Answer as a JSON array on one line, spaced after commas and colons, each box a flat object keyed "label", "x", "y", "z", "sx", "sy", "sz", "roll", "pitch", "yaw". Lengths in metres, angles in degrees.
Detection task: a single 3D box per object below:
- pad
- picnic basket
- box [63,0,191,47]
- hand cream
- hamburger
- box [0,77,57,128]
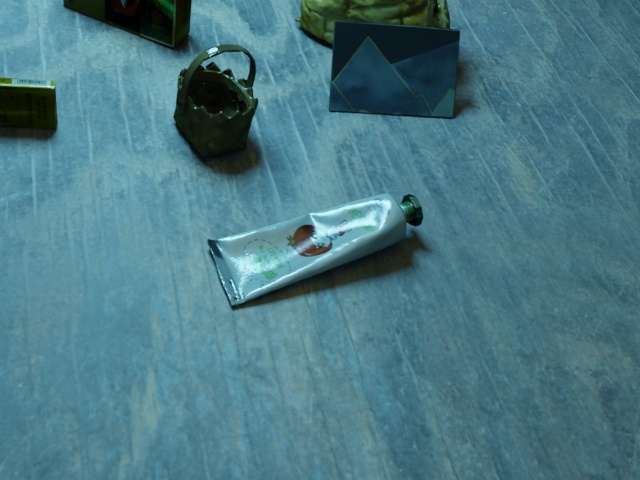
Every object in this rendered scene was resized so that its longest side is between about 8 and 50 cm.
[{"label": "pad", "x": 0.137, "y": -0.311, "z": 1.491, "sx": 0.242, "sy": 0.164, "sz": 0.004, "roll": 1, "pitch": 10, "yaw": -13}, {"label": "picnic basket", "x": -0.168, "y": -0.241, "z": 1.316, "sx": 0.128, "sy": 0.179, "sz": 0.138, "roll": -21, "pitch": 57, "yaw": -30}, {"label": "box", "x": -0.354, "y": -0.468, "z": 1.488, "sx": 0.240, "sy": 0.159, "sz": 0.071, "roll": 21, "pitch": 45, "yaw": 7}, {"label": "hand cream", "x": 0.000, "y": 0.000, "z": 1.231, "sx": 0.335, "sy": 0.076, "sz": 0.121, "roll": -18, "pitch": 53, "yaw": -19}, {"label": "hamburger", "x": 0.135, "y": -0.455, "z": 1.568, "sx": 0.329, "sy": 0.209, "sz": 0.162, "roll": 29, "pitch": 49, "yaw": 9}, {"label": "box", "x": -0.494, "y": -0.216, "z": 1.275, "sx": 0.156, "sy": 0.089, "sz": 0.022, "roll": 0, "pitch": 48, "yaw": -13}]
